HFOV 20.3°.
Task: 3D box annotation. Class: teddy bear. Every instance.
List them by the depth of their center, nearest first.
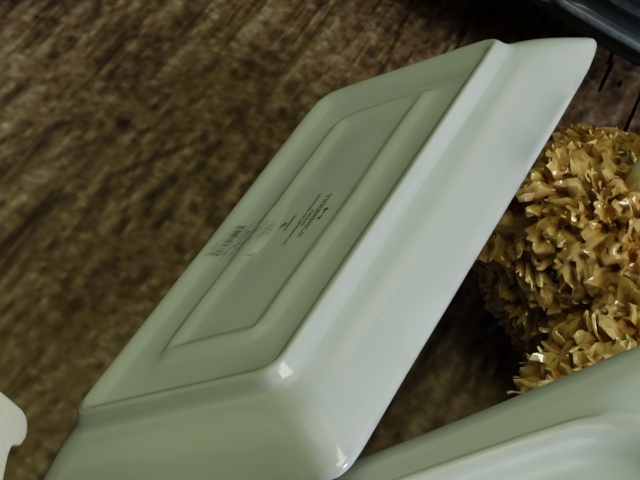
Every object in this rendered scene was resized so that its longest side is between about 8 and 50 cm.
[{"bbox_3d":[0.166,0.076,0.671,0.245,0.113,0.338,9,45,-16],"label":"teddy bear"}]

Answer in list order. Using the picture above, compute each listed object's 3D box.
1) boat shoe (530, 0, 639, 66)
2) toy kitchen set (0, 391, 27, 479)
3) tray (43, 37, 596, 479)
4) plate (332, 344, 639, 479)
[{"bbox_3d":[0.058,-0.230,0.908,0.187,0.156,0.500,-30,51,-34],"label":"boat shoe"},{"bbox_3d":[-0.075,0.088,0.469,0.207,0.122,0.166,-8,58,26],"label":"toy kitchen set"},{"bbox_3d":[0.000,0.000,0.670,0.030,0.145,0.270,58,40,-20],"label":"tray"},{"bbox_3d":[0.042,0.164,0.498,0.278,0.045,0.277,-20,51,-1],"label":"plate"}]
